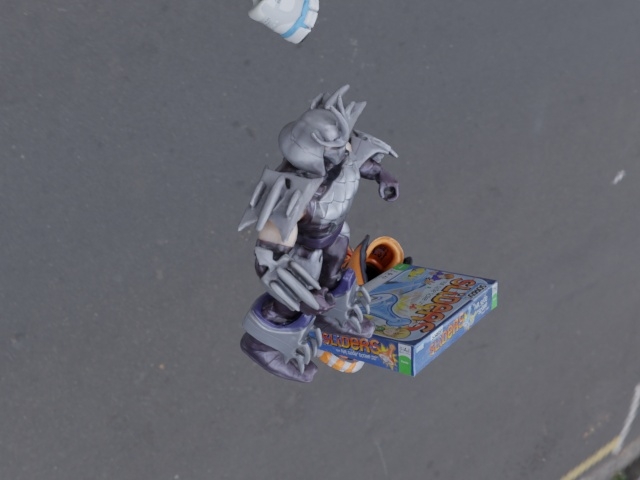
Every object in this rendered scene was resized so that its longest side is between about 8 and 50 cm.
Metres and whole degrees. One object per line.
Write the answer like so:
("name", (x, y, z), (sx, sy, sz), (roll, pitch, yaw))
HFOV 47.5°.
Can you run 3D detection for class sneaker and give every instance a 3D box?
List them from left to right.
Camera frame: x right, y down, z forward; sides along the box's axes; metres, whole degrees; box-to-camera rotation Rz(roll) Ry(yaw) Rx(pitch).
("sneaker", (-0.050, -0.312, 0.784), (0.083, 0.071, 0.190), (9, 69, -37))
("sneaker", (0.070, 0.054, 1.160), (0.125, 0.321, 0.180), (25, 115, -16))

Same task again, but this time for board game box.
("board game box", (0.097, 0.082, 0.823), (0.201, 0.136, 0.035), (-26, 119, -50))

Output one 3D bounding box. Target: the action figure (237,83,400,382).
("action figure", (0.000, 0.000, 0.587), (0.185, 0.099, 0.285), (-48, 158, -35))
